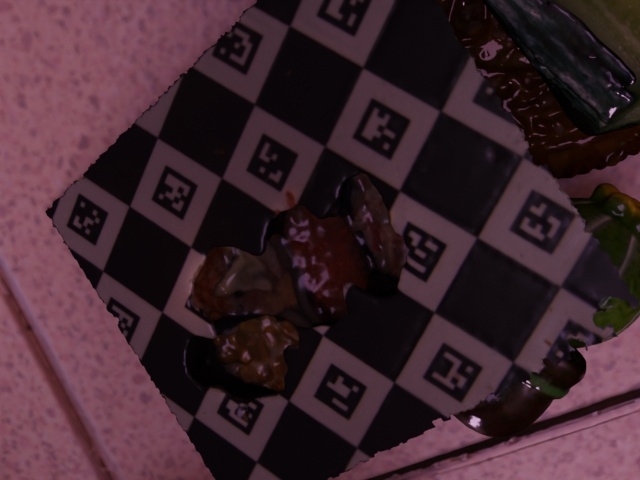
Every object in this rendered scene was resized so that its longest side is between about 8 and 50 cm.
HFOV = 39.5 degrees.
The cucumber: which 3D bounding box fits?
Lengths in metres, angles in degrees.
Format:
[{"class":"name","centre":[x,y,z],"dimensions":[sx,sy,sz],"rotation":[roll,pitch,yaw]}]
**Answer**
[{"class":"cucumber","centre":[0.133,-0.118,0.456],"dimensions":[0.193,0.115,0.086],"rotation":[45,149,-8]}]

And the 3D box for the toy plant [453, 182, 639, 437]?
[{"class":"toy plant","centre":[0.135,0.038,0.536],"dimensions":[0.093,0.093,0.162],"rotation":[36,104,-7]}]

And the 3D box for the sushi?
[{"class":"sushi","centre":[0.000,0.000,0.537],"dimensions":[0.290,0.050,0.264],"rotation":[-36,84,25]}]

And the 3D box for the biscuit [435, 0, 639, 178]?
[{"class":"biscuit","centre":[0.113,-0.175,0.500],"dimensions":[0.306,0.038,0.305],"rotation":[1,107,4]}]
